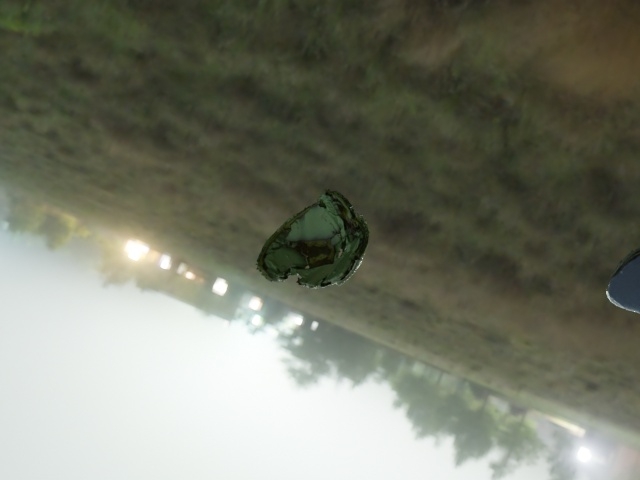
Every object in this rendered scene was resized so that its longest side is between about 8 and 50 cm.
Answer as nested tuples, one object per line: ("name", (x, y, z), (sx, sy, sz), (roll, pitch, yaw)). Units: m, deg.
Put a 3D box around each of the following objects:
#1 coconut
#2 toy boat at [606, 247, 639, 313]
("coconut", (0.003, 0.003, 1.381), (0.158, 0.133, 0.055), (11, 164, 36))
("toy boat", (0.396, 0.004, 0.958), (0.291, 0.067, 0.220), (-14, 177, -29))
